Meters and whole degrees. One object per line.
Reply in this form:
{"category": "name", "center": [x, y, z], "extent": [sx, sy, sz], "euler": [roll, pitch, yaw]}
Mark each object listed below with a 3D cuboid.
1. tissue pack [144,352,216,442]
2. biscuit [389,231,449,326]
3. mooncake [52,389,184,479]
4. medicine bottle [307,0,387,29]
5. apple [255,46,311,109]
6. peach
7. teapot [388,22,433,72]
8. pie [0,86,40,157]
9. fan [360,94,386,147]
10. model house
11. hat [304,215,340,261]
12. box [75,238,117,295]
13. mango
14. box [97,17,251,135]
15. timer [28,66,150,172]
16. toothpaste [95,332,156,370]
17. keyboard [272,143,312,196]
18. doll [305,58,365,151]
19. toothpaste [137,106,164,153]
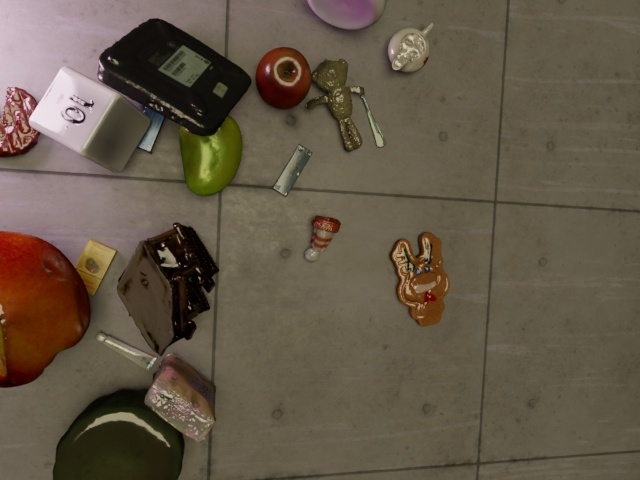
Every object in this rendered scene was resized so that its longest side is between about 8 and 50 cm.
{"category": "tissue pack", "center": [-0.415, 0.467, 1.402], "extent": [0.215, 0.257, 0.123], "euler": [41, 87, -11]}
{"category": "biscuit", "center": [0.364, 0.142, 1.673], "extent": [0.202, 0.047, 0.333], "euler": [-12, 96, -12]}
{"category": "mooncake", "center": [-0.590, 0.633, 1.405], "extent": [0.357, 0.194, 0.355], "euler": [-1, 93, -17]}
{"category": "medicine bottle", "center": [0.111, -0.862, 1.456], "extent": [0.256, 0.256, 0.324], "euler": [18, 81, -13]}
{"category": "apple", "center": [-0.115, -0.505, 1.467], "extent": [0.181, 0.168, 0.180], "euler": [-2, 99, -14]}
{"category": "peach", "center": [-0.812, 0.174, 1.268], "extent": [0.335, 0.310, 0.405], "euler": [-28, 88, 27]}
{"category": "teapot", "center": [0.304, -0.652, 1.594], "extent": [0.145, 0.092, 0.226], "euler": [39, 83, -15]}
{"category": "pie", "center": [-0.920, -0.341, 1.348], "extent": [0.219, 0.054, 0.204], "euler": [0, 93, -15]}
{"category": "fan", "center": [0.179, -0.413, 1.616], "extent": [0.038, 0.016, 0.193], "euler": [-25, 99, -8]}
{"category": "model house", "center": [-0.401, 0.120, 1.399], "extent": [0.316, 0.297, 0.283], "euler": [60, 36, -4]}
{"category": "hat", "center": [0.000, 0.000, 1.565], "extent": [0.094, 0.112, 0.162], "euler": [20, 100, 14]}
{"category": "box", "center": [-0.699, 0.082, 1.435], "extent": [0.087, 0.023, 0.155], "euler": [26, 87, -10]}
{"category": "mango", "center": [-0.331, -0.274, 1.436], "extent": [0.186, 0.149, 0.272], "euler": [-7, 93, -26]}
{"category": "box", "center": [-0.401, -0.474, 1.343], "extent": [0.351, 0.091, 0.359], "euler": [28, 46, -10]}
{"category": "timer", "center": [-0.637, -0.332, 1.314], "extent": [0.195, 0.194, 0.192], "euler": [29, 86, 11]}
{"category": "toothpaste", "center": [-0.611, 0.343, 1.467], "extent": [0.191, 0.031, 0.048], "euler": [34, 82, -16]}
{"category": "keyboard", "center": [-0.093, -0.234, 1.563], "extent": [0.055, 0.014, 0.176], "euler": [31, 86, -13]}
{"category": "doll", "center": [0.073, -0.454, 1.559], "extent": [0.286, 0.091, 0.202], "euler": [44, 94, -13]}
{"category": "toothpaste", "center": [-0.502, -0.405, 1.442], "extent": [0.066, 0.053, 0.271], "euler": [22, 87, -17]}
